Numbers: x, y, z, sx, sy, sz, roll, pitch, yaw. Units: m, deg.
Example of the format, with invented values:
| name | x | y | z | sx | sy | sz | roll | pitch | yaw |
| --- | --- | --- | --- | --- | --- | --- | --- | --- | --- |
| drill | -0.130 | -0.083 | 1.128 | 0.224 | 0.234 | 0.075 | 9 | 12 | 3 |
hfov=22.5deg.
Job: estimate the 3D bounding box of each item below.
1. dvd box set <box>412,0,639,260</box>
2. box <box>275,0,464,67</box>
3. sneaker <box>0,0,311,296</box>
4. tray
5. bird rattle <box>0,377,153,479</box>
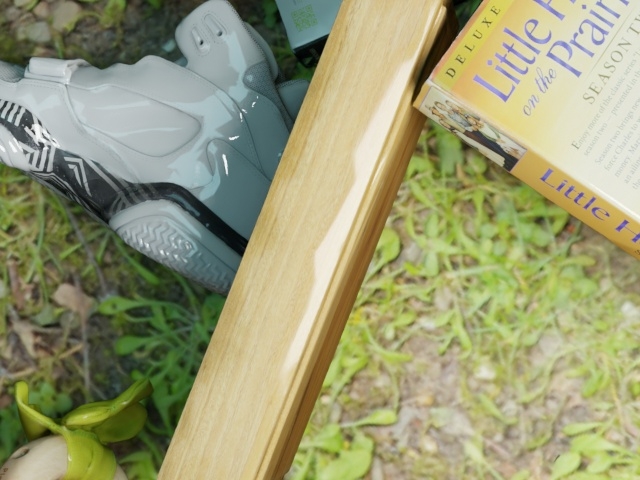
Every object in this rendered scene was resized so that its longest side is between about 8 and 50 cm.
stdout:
| name | x | y | z | sx | sy | sz | roll | pitch | yaw |
| --- | --- | --- | --- | --- | --- | --- | --- | --- | --- |
| dvd box set | 0.321 | -0.101 | 1.172 | 0.420 | 0.062 | 0.308 | 34 | 70 | 3 |
| box | 0.089 | -0.316 | 1.379 | 0.322 | 0.058 | 0.232 | -22 | 75 | 10 |
| sneaker | -0.165 | -0.123 | 1.366 | 0.365 | 0.137 | 0.210 | 32 | 88 | 12 |
| tray | 0.000 | 0.000 | 1.236 | 0.076 | 0.203 | 0.411 | 22 | 92 | 8 |
| bird rattle | -0.210 | 0.220 | 1.260 | 0.143 | 0.253 | 0.207 | -17 | 107 | 27 |
